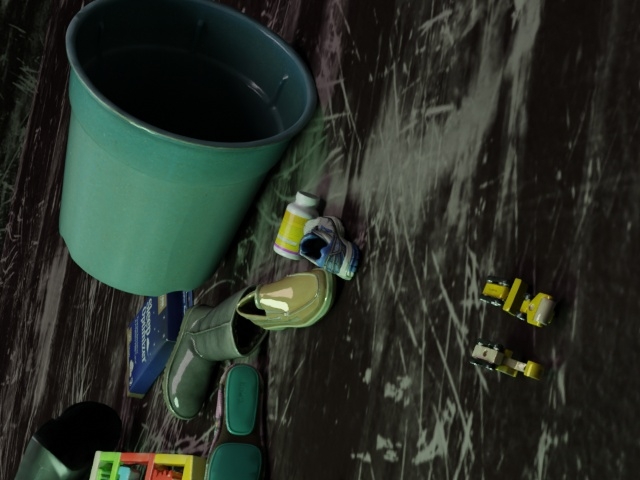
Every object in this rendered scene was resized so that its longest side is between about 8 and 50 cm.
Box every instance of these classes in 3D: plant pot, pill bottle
[{"bbox_3d":[-0.219,-0.120,1.588,0.341,0.341,0.334,-103,29,-44],"label":"plant pot"},{"bbox_3d":[-0.028,-0.020,1.438,0.043,0.043,0.083,43,117,62],"label":"pill bottle"}]

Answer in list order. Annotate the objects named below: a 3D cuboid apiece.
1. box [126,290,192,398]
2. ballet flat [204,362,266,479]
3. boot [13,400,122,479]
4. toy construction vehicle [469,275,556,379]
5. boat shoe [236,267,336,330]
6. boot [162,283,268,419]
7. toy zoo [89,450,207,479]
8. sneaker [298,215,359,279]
[{"bbox_3d":[-0.272,0.150,1.871,0.225,0.037,0.136,-50,36,42],"label":"box"},{"bbox_3d":[-0.110,0.268,1.446,0.079,0.077,0.221,107,167,-55],"label":"ballet flat"},{"bbox_3d":[-0.481,0.457,1.960,0.445,0.146,0.367,-63,3,19],"label":"boot"},{"bbox_3d":[0.174,0.078,0.992,0.098,0.035,0.085,7,73,62],"label":"toy construction vehicle"},{"bbox_3d":[-0.049,0.076,1.399,0.190,0.072,0.068,-33,49,55],"label":"boat shoe"},{"bbox_3d":[-0.144,0.161,1.573,0.208,0.076,0.189,-9,72,56],"label":"boot"},{"bbox_3d":[-0.257,0.408,1.634,0.293,0.030,0.192,-9,64,44],"label":"toy zoo"},{"bbox_3d":[0.000,0.000,1.353,0.052,0.058,0.135,-70,25,13],"label":"sneaker"}]
